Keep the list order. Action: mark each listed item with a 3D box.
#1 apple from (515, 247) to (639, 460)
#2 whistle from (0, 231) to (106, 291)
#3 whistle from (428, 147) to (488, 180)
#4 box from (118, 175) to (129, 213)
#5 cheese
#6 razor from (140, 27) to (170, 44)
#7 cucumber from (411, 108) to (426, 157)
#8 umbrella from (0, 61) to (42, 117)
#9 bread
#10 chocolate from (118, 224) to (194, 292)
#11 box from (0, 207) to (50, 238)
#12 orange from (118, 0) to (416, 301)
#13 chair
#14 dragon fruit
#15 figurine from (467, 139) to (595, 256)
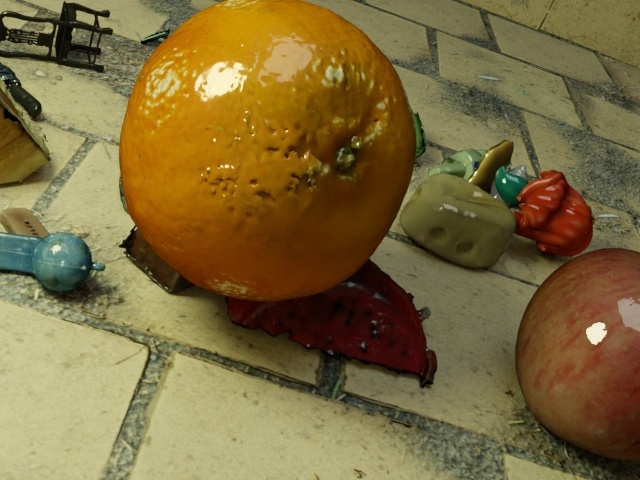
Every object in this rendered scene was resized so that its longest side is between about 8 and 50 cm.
[{"bbox_3d":[0.451,0.180,1.320,0.345,0.269,0.344,32,32,-23],"label":"apple"},{"bbox_3d":[-0.376,0.027,1.182,0.158,0.090,0.090,9,33,-22],"label":"whistle"},{"bbox_3d":[0.329,-0.155,1.913,0.244,0.110,0.092,-11,78,-45],"label":"whistle"},{"bbox_3d":[-0.249,-0.102,1.457,0.172,0.092,0.124,7,34,-24],"label":"box"},{"bbox_3d":[0.268,-0.047,1.683,0.235,0.117,0.218,8,31,-29],"label":"cheese"},{"bbox_3d":[-0.337,-0.505,2.092,0.082,0.042,0.253,-12,17,26],"label":"razor"},{"bbox_3d":[0.173,-0.258,1.991,0.115,0.085,0.193,6,40,-24],"label":"cucumber"},{"bbox_3d":[-0.599,-0.298,1.587,0.248,0.071,0.071,39,34,15],"label":"umbrella"},{"bbox_3d":[-0.513,-0.206,1.348,0.211,0.224,0.183,1,42,-45],"label":"bread"},{"bbox_3d":[-0.155,-0.009,1.373,0.321,0.112,0.112,-17,58,-49],"label":"chocolate"},{"bbox_3d":[-0.428,-0.009,1.262,0.048,0.025,0.115,-12,45,-42],"label":"box"},{"bbox_3d":[-0.057,-0.123,1.161,0.424,0.423,0.326,-3,3,-36],"label":"orange"},{"bbox_3d":[-0.553,-0.430,1.767,0.229,0.106,0.113,7,35,-26],"label":"chair"},{"bbox_3d":[0.026,0.075,1.360,0.344,0.100,0.282,16,27,-13],"label":"dragon fruit"},{"bbox_3d":[0.438,-0.077,1.780,0.181,0.208,0.257,-36,56,-28],"label":"figurine"}]
